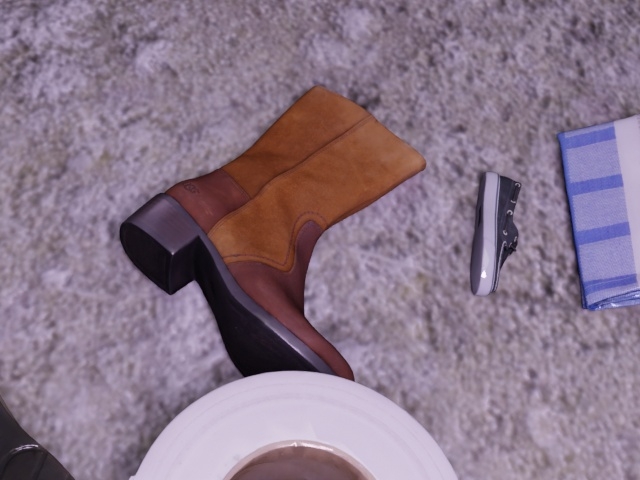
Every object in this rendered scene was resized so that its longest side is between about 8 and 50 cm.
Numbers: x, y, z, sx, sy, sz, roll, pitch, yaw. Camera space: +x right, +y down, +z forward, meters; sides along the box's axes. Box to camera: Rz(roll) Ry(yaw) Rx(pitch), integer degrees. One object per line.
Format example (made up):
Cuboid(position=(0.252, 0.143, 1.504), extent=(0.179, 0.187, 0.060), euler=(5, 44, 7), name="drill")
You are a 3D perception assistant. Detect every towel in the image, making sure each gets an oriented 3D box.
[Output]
Cuboid(position=(0.373, -0.049, 1.084), extent=(0.285, 0.034, 0.209), euler=(-12, 61, 20), name="towel")

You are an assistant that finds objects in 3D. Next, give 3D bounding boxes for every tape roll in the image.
Cuboid(position=(-0.024, 0.240, 0.853), extent=(0.246, 0.169, 0.246), euler=(4, 58, -7), name="tape roll")

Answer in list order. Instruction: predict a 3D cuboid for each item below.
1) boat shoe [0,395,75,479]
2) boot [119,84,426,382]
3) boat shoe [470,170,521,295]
Cuboid(position=(-0.245, 0.209, 0.867), extent=(0.123, 0.120, 0.324), euler=(-24, 59, -24), name="boat shoe")
Cuboid(position=(0.000, 0.000, 1.074), extent=(0.264, 0.096, 0.280), euler=(37, 53, 23), name="boot")
Cuboid(position=(0.171, -0.007, 1.107), extent=(0.040, 0.049, 0.142), euler=(12, 55, -2), name="boat shoe")
